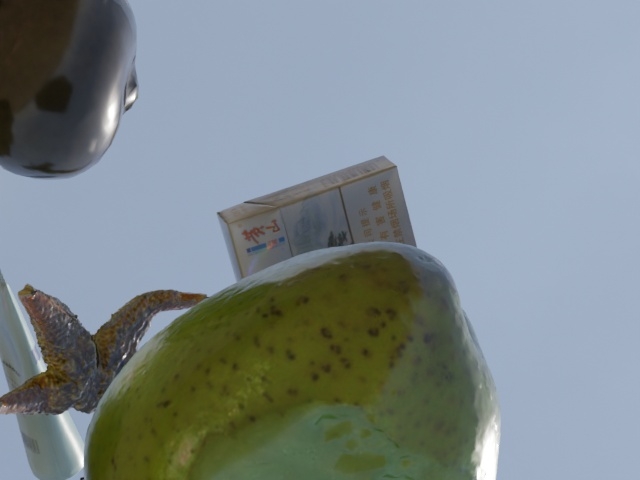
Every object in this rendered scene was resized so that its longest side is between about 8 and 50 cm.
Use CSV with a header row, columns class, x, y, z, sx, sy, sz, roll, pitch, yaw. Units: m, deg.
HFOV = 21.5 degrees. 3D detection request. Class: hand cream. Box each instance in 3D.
class,x,y,z,sx,sy,sz,roll,pitch,yaw
hand cream,-0.335,0.141,1.884,0.067,0.320,0.109,-29,-144,-20

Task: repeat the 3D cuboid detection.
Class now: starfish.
class,x,y,z,sx,sy,sz,roll,pitch,yaw
starfish,-0.194,0.099,1.539,0.050,0.247,0.138,35,-68,37

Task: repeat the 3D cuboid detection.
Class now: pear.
class,x,y,z,sx,sy,sz,roll,pitch,yaw
pear,0.016,0.129,1.069,0.292,0.292,0.159,-46,-155,8

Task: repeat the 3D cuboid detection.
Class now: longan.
class,x,y,z,sx,sy,sz,roll,pitch,yaw
longan,-0.230,-0.142,1.370,0.189,0.189,0.189,-26,-134,30

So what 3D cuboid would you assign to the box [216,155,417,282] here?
class,x,y,z,sx,sy,sz,roll,pitch,yaw
box,-0.001,0.000,2.142,0.233,0.149,0.067,-20,-161,-10
